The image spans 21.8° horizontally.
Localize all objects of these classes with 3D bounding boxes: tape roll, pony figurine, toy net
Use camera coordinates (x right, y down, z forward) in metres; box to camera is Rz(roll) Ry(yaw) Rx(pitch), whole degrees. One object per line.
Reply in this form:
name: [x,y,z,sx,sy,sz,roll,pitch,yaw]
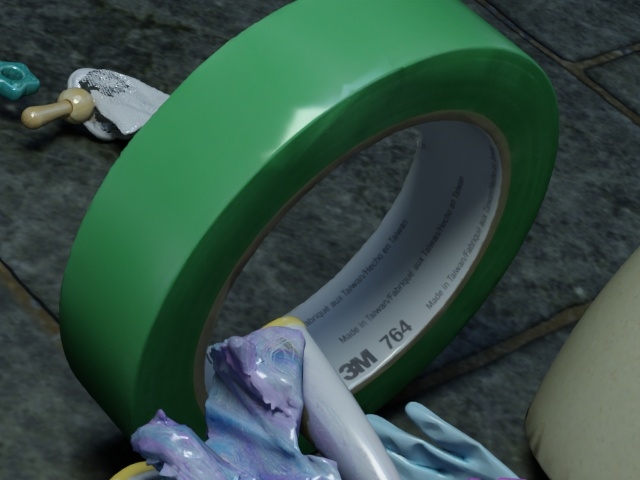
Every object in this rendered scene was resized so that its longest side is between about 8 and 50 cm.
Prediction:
tape roll: [0.000,0.000,0.976,0.321,0.321,0.077,-17,49,-40]
pony figurine: [0.052,0.201,0.729,0.303,0.351,0.363,-19,46,-35]
toy net: [-0.222,-0.109,1.254,0.232,0.045,0.122,5,36,-22]

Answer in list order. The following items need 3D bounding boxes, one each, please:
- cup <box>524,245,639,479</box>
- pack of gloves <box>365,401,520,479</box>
cup: [0.322,0.066,1.047,0.331,0.237,0.331,15,19,-5]
pack of gloves: [0.089,0.199,0.868,0.232,0.195,0.046,28,41,11]
